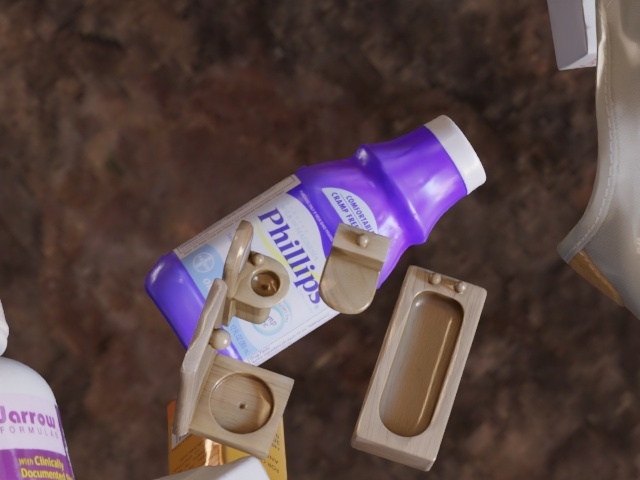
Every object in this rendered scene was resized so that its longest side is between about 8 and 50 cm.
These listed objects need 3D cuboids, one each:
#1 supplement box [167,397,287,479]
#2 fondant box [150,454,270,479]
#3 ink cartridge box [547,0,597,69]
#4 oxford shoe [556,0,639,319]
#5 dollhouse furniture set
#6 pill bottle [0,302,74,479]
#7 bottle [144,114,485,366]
[{"bbox_3d":[-0.074,0.209,1.544,0.078,0.233,0.080,36,-61,-28],"label":"supplement box"},{"bbox_3d":[-0.051,0.262,0.532,0.096,0.238,0.330,-20,-83,47],"label":"fondant box"},{"bbox_3d":[0.282,-0.217,1.565,0.128,0.176,0.127,158,-74,-86],"label":"ink cartridge box"},{"bbox_3d":[0.206,-0.162,0.905,0.130,0.169,0.449,16,-81,22],"label":"oxford shoe"},{"bbox_3d":[0.012,0.053,1.085,0.151,0.144,0.123,19,-22,2],"label":"dollhouse furniture set"},{"bbox_3d":[-0.241,0.179,1.235,0.169,0.169,0.301,125,-48,-63],"label":"pill bottle"},{"bbox_3d":[0.000,0.000,1.535,0.118,0.283,0.092,58,-6,-3],"label":"bottle"}]
